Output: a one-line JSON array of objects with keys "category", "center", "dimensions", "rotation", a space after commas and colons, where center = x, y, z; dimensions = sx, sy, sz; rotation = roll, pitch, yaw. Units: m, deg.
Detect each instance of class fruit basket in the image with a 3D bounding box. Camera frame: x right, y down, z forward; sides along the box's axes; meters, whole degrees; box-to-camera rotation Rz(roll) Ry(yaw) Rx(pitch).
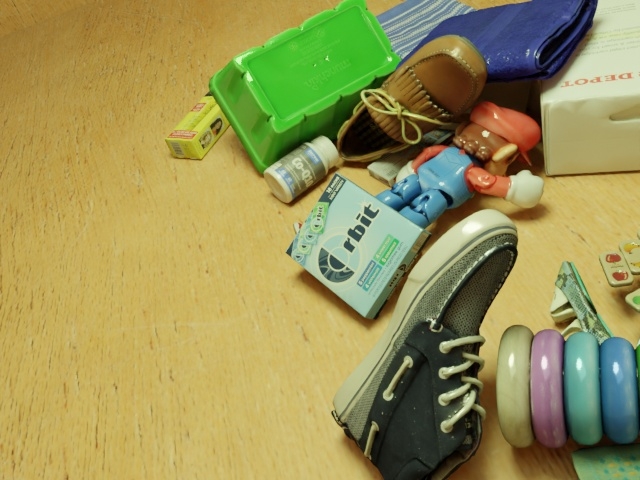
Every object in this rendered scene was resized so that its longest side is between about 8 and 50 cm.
[{"category": "fruit basket", "center": [-0.041, -0.332, 1.304], "dimensions": [0.392, 0.282, 0.392], "rotation": [-31, 0, 0]}]

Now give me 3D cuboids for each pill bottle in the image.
[{"category": "pill bottle", "center": [-0.035, -0.141, 1.180], "dimensions": [0.137, 0.078, 0.078], "rotation": [-39, 45, -18]}]

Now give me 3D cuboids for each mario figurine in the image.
[{"category": "mario figurine", "center": [0.239, -0.090, 1.021], "dimensions": [0.321, 0.170, 0.198], "rotation": [-37, 80, -3]}]

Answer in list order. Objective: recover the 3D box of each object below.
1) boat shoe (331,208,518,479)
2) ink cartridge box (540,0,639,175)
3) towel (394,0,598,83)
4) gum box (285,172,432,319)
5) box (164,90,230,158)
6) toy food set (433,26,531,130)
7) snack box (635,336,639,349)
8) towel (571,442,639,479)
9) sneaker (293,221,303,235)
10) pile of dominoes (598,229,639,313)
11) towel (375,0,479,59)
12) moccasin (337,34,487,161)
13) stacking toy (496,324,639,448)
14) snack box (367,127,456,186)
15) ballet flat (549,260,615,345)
[{"category": "boat shoe", "center": [0.149, 0.142, 0.687], "dimensions": [0.127, 0.340, 0.158], "rotation": [5, 34, -38]}, {"category": "ink cartridge box", "center": [0.529, -0.297, 1.058], "dimensions": [0.279, 0.160, 0.384], "rotation": [-2, 45, 21]}, {"category": "towel", "center": [0.303, -0.339, 1.069], "dimensions": [0.308, 0.076, 0.227], "rotation": [11, 49, 49]}, {"category": "gum box", "center": [0.054, 0.006, 0.943], "dimensions": [0.184, 0.041, 0.157], "rotation": [38, 100, 33]}, {"category": "box", "center": [-0.264, -0.286, 1.434], "dimensions": [0.087, 0.058, 0.232], "rotation": [10, 51, 28]}, {"category": "toy food set", "center": [0.316, -0.327, 1.241], "dimensions": [0.220, 0.092, 0.306], "rotation": [11, 52, 15]}, {"category": "snack box", "center": [0.542, 0.060, 0.758], "dimensions": [0.187, 0.060, 0.322], "rotation": [19, 55, 35]}, {"category": "towel", "center": [0.438, 0.264, 0.524], "dimensions": [0.370, 0.040, 0.271], "rotation": [-12, 21, 15]}, {"category": "sneaker", "center": [0.000, 0.000, 1.046], "dimensions": [0.067, 0.042, 0.118], "rotation": [-30, 50, -4]}, {"category": "pile of dominoes", "center": [0.490, 0.018, 0.748], "dimensions": [0.251, 0.040, 0.196], "rotation": [-27, 42, -7]}, {"category": "towel", "center": [0.267, -0.524, 1.487], "dimensions": [0.243, 0.040, 0.336], "rotation": [-30, 43, -9]}, {"category": "moccasin", "center": [0.137, -0.226, 1.045], "dimensions": [0.147, 0.139, 0.380], "rotation": [-47, 16, -25]}, {"category": "stacking toy", "center": [0.365, 0.164, 0.644], "dimensions": [0.330, 0.141, 0.141], "rotation": [-2, 45, 26]}, {"category": "snack box", "center": [0.178, -0.170, 1.167], "dimensions": [0.178, 0.022, 0.064], "rotation": [-36, 45, -16]}, {"category": "ballet flat", "center": [0.338, 0.103, 0.797], "dimensions": [0.070, 0.070, 0.188], "rotation": [-15, 39, 7]}]
